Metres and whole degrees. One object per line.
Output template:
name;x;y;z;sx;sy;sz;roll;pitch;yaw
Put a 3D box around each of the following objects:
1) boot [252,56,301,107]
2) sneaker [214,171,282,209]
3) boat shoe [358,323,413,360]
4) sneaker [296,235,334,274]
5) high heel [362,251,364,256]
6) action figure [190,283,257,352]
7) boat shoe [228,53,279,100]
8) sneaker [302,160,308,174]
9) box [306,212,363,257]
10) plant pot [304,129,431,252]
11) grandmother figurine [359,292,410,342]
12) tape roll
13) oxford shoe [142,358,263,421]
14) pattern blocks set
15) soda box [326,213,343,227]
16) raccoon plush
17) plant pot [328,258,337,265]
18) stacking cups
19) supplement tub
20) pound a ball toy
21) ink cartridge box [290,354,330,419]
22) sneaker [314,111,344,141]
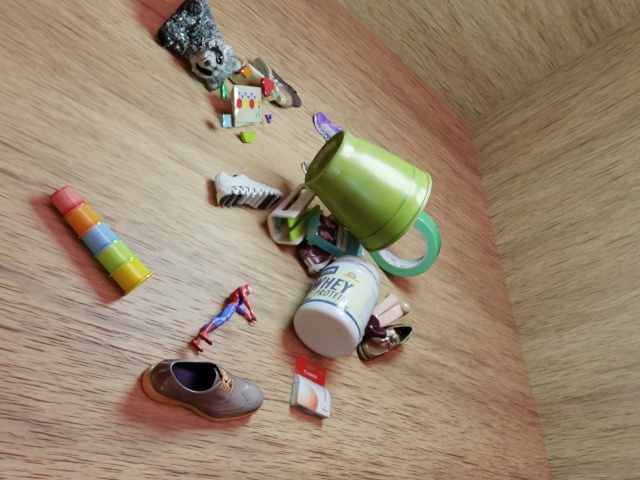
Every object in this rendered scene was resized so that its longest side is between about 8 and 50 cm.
boot;-0.197;-0.709;2.257;0.248;0.090;0.207;58;24;2
sneaker;-0.256;-0.185;1.795;0.292;0.110;0.118;3;54;-50
boat shoe;0.267;0.392;2.001;0.307;0.104;0.111;-15;78;-52
sneaker;0.000;0.000;1.962;0.162;0.106;0.281;50;38;-7
high heel;0.125;0.126;2.063;0.117;0.082;0.244;5;72;-16
action figure;-0.257;0.243;1.507;0.139;0.091;0.280;44;40;-10
boat shoe;-0.303;-0.684;2.094;0.277;0.098;0.096;34;9;-15
sneaker;-0.027;-0.293;2.166;0.135;0.058;0.052;59;36;0
box;0.058;-0.002;1.892;0.244;0.060;0.100;31;54;-33
plant pot;0.144;-0.203;1.805;0.353;0.366;0.366;34;43;-19
grandmother figurine;0.199;0.311;1.950;0.342;0.208;0.104;-25;130;-45
tape roll;0.368;0.005;2.202;0.321;0.321;0.077;55;37;-6
oxford shoe;-0.282;0.401;1.331;0.363;0.133;0.130;25;48;-38
pattern blocks set;-0.286;-0.528;1.936;0.325;0.026;0.285;-7;103;-61
soda box;0.095;-0.096;2.069;0.061;0.181;0.058;36;43;-28
raccoon plush;-0.424;-0.801;1.945;0.299;0.216;0.446;46;38;-30
plant pot;0.090;0.127;1.984;0.134;0.095;0.134;28;47;-35
stacking cups;-0.581;-0.001;1.298;0.316;0.096;0.096;50;38;-10
supplement tub;0.070;0.225;1.765;0.235;0.235;0.325;49;41;-14
pound a ball toy;-0.093;-0.154;1.902;0.319;0.135;0.208;-55;145;-51
ink cartridge box;-0.024;0.484;1.652;0.145;0.045;0.179;35;45;-30
sneaker;0.063;-0.525;2.392;0.236;0.104;0.095;58;38;0
